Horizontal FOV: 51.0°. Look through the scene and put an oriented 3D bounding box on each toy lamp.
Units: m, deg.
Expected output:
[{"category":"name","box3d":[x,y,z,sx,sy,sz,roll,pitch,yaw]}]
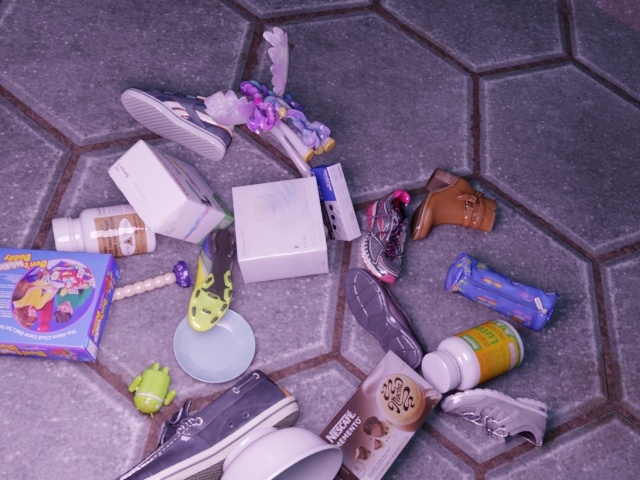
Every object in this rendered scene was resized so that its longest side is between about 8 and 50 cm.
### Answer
[{"category":"toy lamp","box3d":[-0.453,0.121,1.617,0.274,0.080,0.080,-15,64,-25]}]

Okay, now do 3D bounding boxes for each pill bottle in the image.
[{"category":"pill bottle","box3d":[-0.529,-0.019,1.646,0.229,0.131,0.131,-9,62,-20]},{"category":"pill bottle","box3d":[0.380,0.296,1.689,0.245,0.136,0.136,-15,64,-31]}]

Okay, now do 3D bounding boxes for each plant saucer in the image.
[{"category":"plant saucer","box3d":[-0.255,0.253,1.612,0.195,0.037,0.195,7,58,-11]}]

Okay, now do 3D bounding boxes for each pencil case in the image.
[{"category":"pencil case","box3d":[0.495,0.142,1.837,0.306,0.133,0.119,24,89,1]}]

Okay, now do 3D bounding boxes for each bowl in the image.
[{"category":"bowl","box3d":[-0.108,0.483,1.382,0.298,0.298,0.134,-27,53,-28]}]

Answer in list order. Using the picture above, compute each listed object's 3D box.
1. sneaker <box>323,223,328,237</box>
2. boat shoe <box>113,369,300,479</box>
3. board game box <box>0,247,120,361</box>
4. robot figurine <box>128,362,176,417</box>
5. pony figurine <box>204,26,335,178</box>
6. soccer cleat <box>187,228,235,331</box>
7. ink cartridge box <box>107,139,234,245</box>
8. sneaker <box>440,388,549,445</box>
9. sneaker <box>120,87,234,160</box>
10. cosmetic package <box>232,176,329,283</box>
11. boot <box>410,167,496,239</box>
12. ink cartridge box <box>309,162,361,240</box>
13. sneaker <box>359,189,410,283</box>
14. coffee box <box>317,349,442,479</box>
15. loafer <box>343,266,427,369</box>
[{"category":"sneaker","box3d":[0.000,0.000,1.831,0.070,0.051,0.134,-18,61,-19]},{"category":"boat shoe","box3d":[-0.273,0.432,1.417,0.500,0.187,0.156,-26,64,-33]},{"category":"board game box","box3d":[-0.652,0.137,1.497,0.347,0.078,0.233,4,57,4]},{"category":"robot figurine","box3d":[-0.378,0.335,1.509,0.101,0.067,0.115,31,52,-24]},{"category":"pony figurine","box3d":[-0.130,-0.353,1.849,0.303,0.351,0.363,-43,78,-9]},{"category":"soccer cleat","box3d":[-0.267,0.106,1.650,0.093,0.121,0.289,19,52,-17]},{"category":"ink cartridge box","box3d":[-0.360,-0.109,1.658,0.117,0.278,0.201,-42,73,7]},{"category":"sneaker","box3d":[0.433,0.437,1.652,0.281,0.105,0.115,10,64,-6]},{"category":"sneaker","box3d":[-0.395,-0.352,1.897,0.321,0.126,0.127,30,60,-10]},{"category":"cosmetic package","box3d":[-0.104,-0.027,1.738,0.224,0.138,0.224,-9,61,-1]},{"category":"boot","box3d":[0.393,-0.069,1.967,0.220,0.109,0.283,30,49,-1]},{"category":"ink cartridge box","box3d":[0.040,-0.104,1.819,0.046,0.097,0.207,-23,104,-27]},{"category":"sneaker","box3d":[0.184,-0.017,1.823,0.121,0.112,0.299,27,46,-27]},{"category":"coffee box","box3d":[0.124,0.426,1.562,0.168,0.119,0.297,41,57,10]},{"category":"loafer","box3d":[0.168,0.200,1.742,0.302,0.109,0.095,55,25,17]}]
